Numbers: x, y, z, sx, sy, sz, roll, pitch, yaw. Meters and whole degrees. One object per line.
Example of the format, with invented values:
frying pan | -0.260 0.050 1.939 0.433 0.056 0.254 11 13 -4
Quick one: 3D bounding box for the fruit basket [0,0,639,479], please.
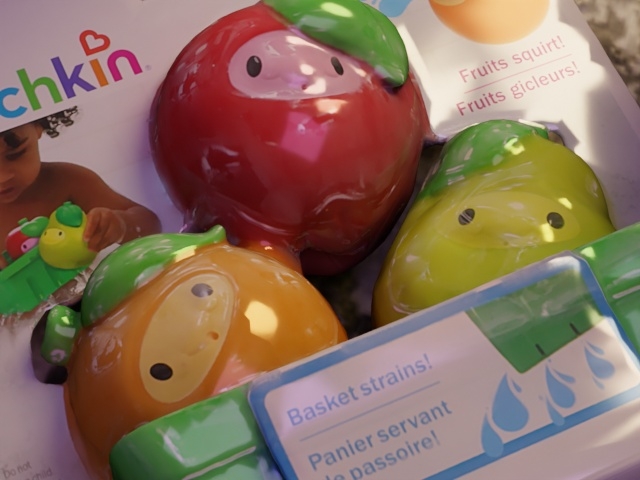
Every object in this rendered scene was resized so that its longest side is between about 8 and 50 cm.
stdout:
fruit basket | 0.000 0.000 0.598 0.327 0.165 0.353 -21 74 -13
